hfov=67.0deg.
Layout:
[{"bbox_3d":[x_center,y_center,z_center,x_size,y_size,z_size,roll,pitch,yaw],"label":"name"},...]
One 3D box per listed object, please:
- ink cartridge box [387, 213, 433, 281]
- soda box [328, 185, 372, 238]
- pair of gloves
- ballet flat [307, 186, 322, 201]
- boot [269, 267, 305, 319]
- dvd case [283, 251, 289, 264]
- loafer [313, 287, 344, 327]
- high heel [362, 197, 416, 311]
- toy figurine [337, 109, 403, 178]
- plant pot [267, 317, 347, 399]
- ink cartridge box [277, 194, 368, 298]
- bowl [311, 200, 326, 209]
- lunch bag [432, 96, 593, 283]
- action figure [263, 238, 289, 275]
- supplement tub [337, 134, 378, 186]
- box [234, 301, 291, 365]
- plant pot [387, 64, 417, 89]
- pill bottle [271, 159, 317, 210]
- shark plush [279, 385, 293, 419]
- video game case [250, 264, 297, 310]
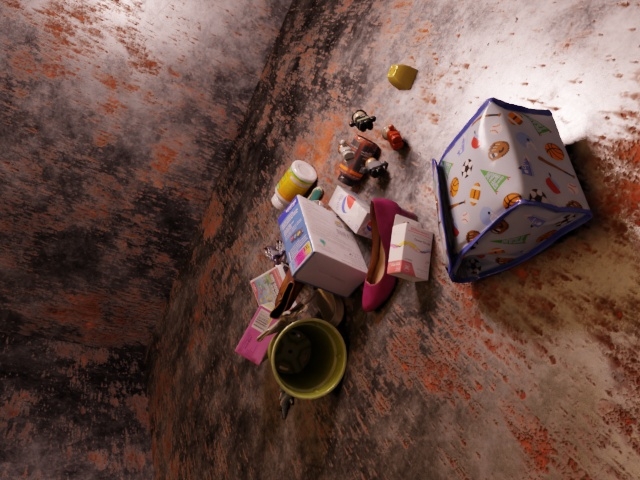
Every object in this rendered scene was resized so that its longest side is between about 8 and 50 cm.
[{"bbox_3d":[0.282,0.019,1.503,0.067,0.115,0.198,-16,61,57],"label":"ink cartridge box"},{"bbox_3d":[0.135,-0.110,1.846,0.091,0.098,0.286,-62,30,16],"label":"soda box"},{"bbox_3d":[-0.114,0.282,1.769,0.240,0.042,0.204,-39,-3,13],"label":"pair of gloves"},{"bbox_3d":[-0.039,-0.181,2.243,0.168,0.057,0.052,-51,7,27],"label":"ballet flat"},{"bbox_3d":[-0.110,0.152,1.788,0.264,0.096,0.280,-57,-4,-1],"label":"boot"},{"bbox_3d":[-0.053,0.003,2.016,0.030,0.179,0.238,-8,67,55],"label":"dvd case"},{"bbox_3d":[0.017,0.223,1.861,0.102,0.092,0.268,-56,32,29],"label":"loafer"},{"bbox_3d":[0.173,0.048,1.603,0.127,0.181,0.377,23,93,61],"label":"high heel"},{"bbox_3d":[0.179,-0.358,1.801,0.209,0.213,0.148,-61,21,23],"label":"toy figurine"},{"bbox_3d":[-0.077,0.420,1.779,0.254,0.276,0.275,161,123,-69],"label":"plant pot"},{"bbox_3d":[0.000,0.000,1.834,0.151,0.270,0.395,-47,37,26],"label":"ink cartridge box"},{"bbox_3d":[-0.028,-0.103,2.164,0.142,0.053,0.142,-1,72,60],"label":"bowl"},{"bbox_3d":[0.421,-0.105,1.233,0.385,0.239,0.327,123,151,-56],"label":"lunch bag"},{"bbox_3d":[-0.185,0.129,2.259,0.185,0.099,0.284,-40,45,27],"label":"action figure"},{"bbox_3d":[0.142,-0.317,1.943,0.197,0.106,0.106,-62,31,16],"label":"supplement tub"},{"bbox_3d":[-0.226,0.378,2.008,0.213,0.117,0.243,-61,-8,0],"label":"box"},{"bbox_3d":[0.307,-0.637,1.865,0.081,0.083,0.081,30,100,60],"label":"plant pot"},{"bbox_3d":[-0.136,-0.258,2.348,0.245,0.136,0.136,-49,37,35],"label":"pill bottle"},{"bbox_3d":[-0.135,0.636,1.930,0.067,0.073,0.161,16,82,31],"label":"shark plush"},{"bbox_3d":[-0.220,0.244,2.221,0.285,0.025,0.203,-30,79,52],"label":"video game case"}]
